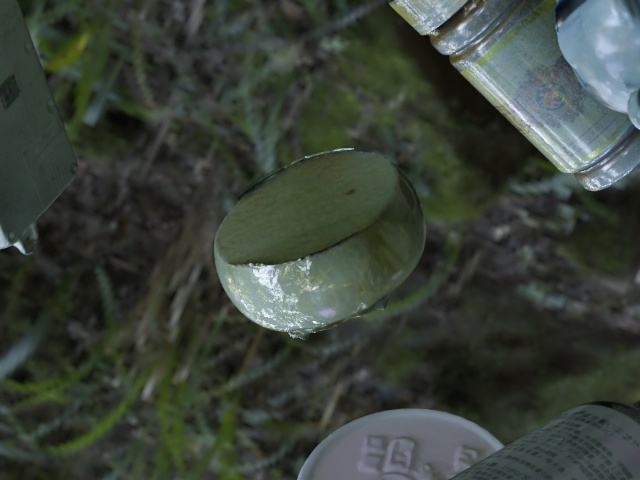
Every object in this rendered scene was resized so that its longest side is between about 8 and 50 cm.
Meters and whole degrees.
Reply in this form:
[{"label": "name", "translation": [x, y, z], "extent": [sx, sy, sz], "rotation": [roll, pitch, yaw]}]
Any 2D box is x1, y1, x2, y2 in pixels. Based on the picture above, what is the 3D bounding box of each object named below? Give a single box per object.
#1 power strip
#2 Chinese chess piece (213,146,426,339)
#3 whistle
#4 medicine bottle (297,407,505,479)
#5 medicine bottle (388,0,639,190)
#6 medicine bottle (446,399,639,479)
[{"label": "power strip", "translation": [-0.260, -0.118, 1.292], "extent": [0.046, 0.118, 0.270], "rotation": [4, 128, 28]}, {"label": "Chinese chess piece", "translation": [0.000, 0.000, 1.491], "extent": [0.188, 0.188, 0.083], "rotation": [15, 139, 51]}, {"label": "whistle", "translation": [0.319, -0.228, 1.695], "extent": [0.164, 0.289, 0.163], "rotation": [3, 148, 2]}, {"label": "medicine bottle", "translation": [0.084, 0.334, 1.444], "extent": [0.214, 0.213, 0.378], "rotation": [21, 138, 26]}, {"label": "medicine bottle", "translation": [0.241, -0.211, 1.913], "extent": [0.322, 0.151, 0.151], "rotation": [43, 169, -12]}, {"label": "medicine bottle", "translation": [0.171, 0.203, 1.199], "extent": [0.293, 0.141, 0.141], "rotation": [-24, -155, -34]}]
